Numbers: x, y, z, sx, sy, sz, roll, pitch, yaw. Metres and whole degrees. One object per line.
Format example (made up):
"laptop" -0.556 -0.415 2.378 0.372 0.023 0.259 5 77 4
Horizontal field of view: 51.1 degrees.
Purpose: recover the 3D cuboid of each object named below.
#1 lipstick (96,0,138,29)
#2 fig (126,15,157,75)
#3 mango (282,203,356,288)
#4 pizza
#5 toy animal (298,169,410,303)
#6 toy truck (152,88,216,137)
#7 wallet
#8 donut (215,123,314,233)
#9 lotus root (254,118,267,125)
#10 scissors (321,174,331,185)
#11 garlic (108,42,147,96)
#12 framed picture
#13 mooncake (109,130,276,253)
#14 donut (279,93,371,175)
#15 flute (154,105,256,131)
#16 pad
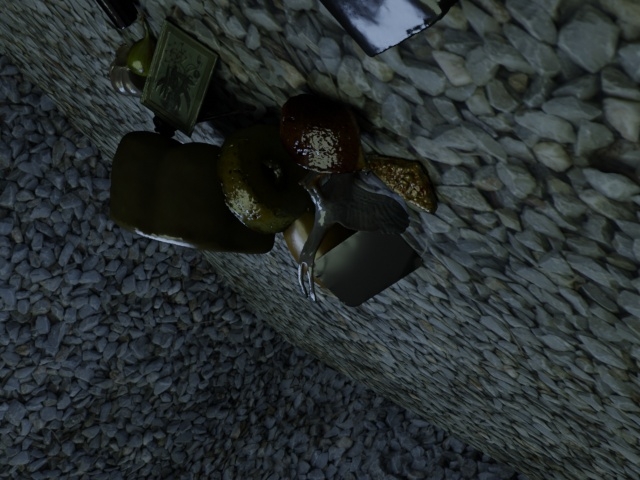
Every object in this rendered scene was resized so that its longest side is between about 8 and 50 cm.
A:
"lipstick" -0.542 -0.656 1.469 0.077 0.077 0.418 25 156 42
"fig" -0.441 -0.481 1.700 0.093 0.093 0.166 42 150 -7
"mango" 0.000 0.000 1.840 0.317 0.173 0.211 53 158 -17
"pizza" 0.176 -0.120 1.359 0.178 0.041 0.131 42 162 -8
"toy animal" 0.006 -0.048 1.493 0.225 0.284 0.302 30 162 37
"toy truck" -0.388 -0.377 1.764 0.165 0.147 0.224 57 164 -10
"wallet" -0.004 -0.435 0.896 0.406 0.062 0.228 46 163 -17
"donut" -0.114 -0.154 1.585 0.107 0.272 0.272 -15 126 46
"lotus root" -0.152 -0.276 1.687 0.037 0.030 0.083 39 163 8
"scissors" 0.016 -0.145 1.676 0.085 0.022 0.176 39 161 17
"garlic" -0.509 -0.453 1.878 0.131 0.127 0.194 29 180 23
"framed picture" -0.342 -0.385 1.600 0.173 0.010 0.231 35 123 13
"mooncake" -0.322 -0.124 1.777 0.467 0.262 0.467 11 -177 -1
"donut" 0.005 -0.211 1.348 0.186 0.144 0.126 -121 19 -48
"flute" -0.288 -0.299 1.651 0.269 0.014 0.014 -10 146 11
"pad" 0.115 0.065 1.733 0.267 0.004 0.181 -35 109 30
